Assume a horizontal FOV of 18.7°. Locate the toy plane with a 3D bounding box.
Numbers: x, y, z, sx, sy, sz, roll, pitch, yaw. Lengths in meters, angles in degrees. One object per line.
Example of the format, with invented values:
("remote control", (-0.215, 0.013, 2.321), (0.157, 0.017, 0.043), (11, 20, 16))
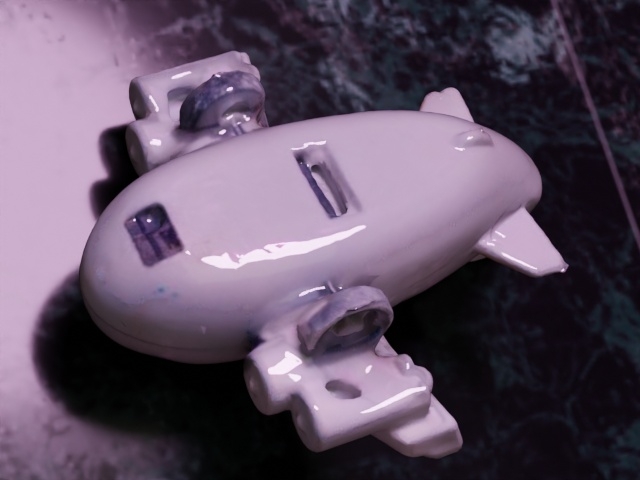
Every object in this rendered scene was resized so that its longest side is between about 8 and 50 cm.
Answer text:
("toy plane", (0.000, 0.000, 0.935), (0.244, 0.117, 0.245), (6, 54, -8))
